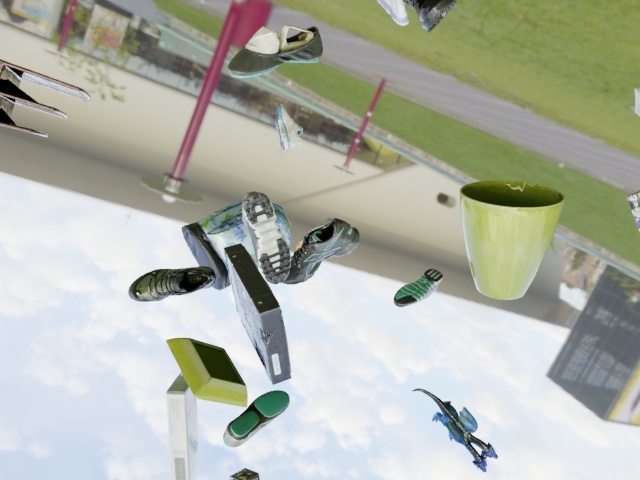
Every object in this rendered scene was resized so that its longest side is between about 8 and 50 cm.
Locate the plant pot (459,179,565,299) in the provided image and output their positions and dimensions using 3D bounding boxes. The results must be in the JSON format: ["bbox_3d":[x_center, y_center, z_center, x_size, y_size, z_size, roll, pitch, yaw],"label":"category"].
[{"bbox_3d":[0.518,0.007,1.702,0.275,0.293,0.274,0,-160,0],"label":"plant pot"}]

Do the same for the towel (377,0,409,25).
[{"bbox_3d":[0.147,-0.704,1.547,0.209,0.034,0.285,-111,-6,-48],"label":"towel"}]

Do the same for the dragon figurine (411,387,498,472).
[{"bbox_3d":[0.391,0.523,1.729,0.289,0.085,0.144,54,167,-6],"label":"dragon figurine"}]

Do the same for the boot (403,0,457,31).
[{"bbox_3d":[0.312,-0.823,2.002,0.260,0.131,0.348,41,-157,-5],"label":"boot"}]

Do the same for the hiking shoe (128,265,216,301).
[{"bbox_3d":[-0.384,0.105,1.561,0.227,0.086,0.114,-13,176,-10],"label":"hiking shoe"}]

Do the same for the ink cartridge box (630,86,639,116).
[{"bbox_3d":[0.766,-0.306,1.338,0.105,0.061,0.181,-11,-152,11],"label":"ink cartridge box"}]

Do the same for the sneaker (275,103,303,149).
[{"bbox_3d":[-0.103,-0.382,2.033,0.083,0.071,0.190,-7,-119,-12],"label":"sneaker"}]

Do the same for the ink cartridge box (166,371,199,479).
[{"bbox_3d":[-0.391,0.529,1.794,0.060,0.274,0.239,0,-171,3],"label":"ink cartridge box"}]

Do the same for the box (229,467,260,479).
[{"bbox_3d":[-0.186,0.628,1.529,0.052,0.083,0.062,-13,-173,-42],"label":"box"}]

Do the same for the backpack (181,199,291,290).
[{"bbox_3d":[-0.284,-0.011,2.267,0.356,0.290,0.273,-36,-151,-30],"label":"backpack"}]

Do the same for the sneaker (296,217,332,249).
[{"bbox_3d":[0.000,0.000,1.930,0.084,0.215,0.083,-33,-99,-32],"label":"sneaker"}]

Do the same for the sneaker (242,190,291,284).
[{"bbox_3d":[-0.127,-0.013,1.394,0.078,0.234,0.106,-20,-156,-10],"label":"sneaker"}]

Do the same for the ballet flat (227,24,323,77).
[{"bbox_3d":[-0.106,-0.460,1.438,0.095,0.096,0.281,32,-138,32],"label":"ballet flat"}]

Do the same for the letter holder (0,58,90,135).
[{"bbox_3d":[-0.733,-0.350,1.600,0.215,0.151,0.302,15,-177,-20],"label":"letter holder"}]

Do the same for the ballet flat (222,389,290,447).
[{"bbox_3d":[-0.164,0.447,1.531,0.072,0.068,0.213,44,-141,18],"label":"ballet flat"}]

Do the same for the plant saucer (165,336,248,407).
[{"bbox_3d":[-0.262,0.308,1.467,0.188,0.045,0.188,31,-166,-51],"label":"plant saucer"}]

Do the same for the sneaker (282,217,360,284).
[{"bbox_3d":[-0.024,0.024,1.673,0.106,0.267,0.101,41,-160,-45],"label":"sneaker"}]

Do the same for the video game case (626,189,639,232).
[{"bbox_3d":[0.915,-0.055,1.579,0.232,0.210,0.042,-22,180,-28],"label":"video game case"}]

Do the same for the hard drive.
[{"bbox_3d":[-0.167,0.184,1.599,0.064,0.236,0.339,-17,-148,-17],"label":"hard drive"}]

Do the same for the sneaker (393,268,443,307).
[{"bbox_3d":[0.339,0.189,2.098,0.224,0.098,0.083,-28,-130,-29],"label":"sneaker"}]
